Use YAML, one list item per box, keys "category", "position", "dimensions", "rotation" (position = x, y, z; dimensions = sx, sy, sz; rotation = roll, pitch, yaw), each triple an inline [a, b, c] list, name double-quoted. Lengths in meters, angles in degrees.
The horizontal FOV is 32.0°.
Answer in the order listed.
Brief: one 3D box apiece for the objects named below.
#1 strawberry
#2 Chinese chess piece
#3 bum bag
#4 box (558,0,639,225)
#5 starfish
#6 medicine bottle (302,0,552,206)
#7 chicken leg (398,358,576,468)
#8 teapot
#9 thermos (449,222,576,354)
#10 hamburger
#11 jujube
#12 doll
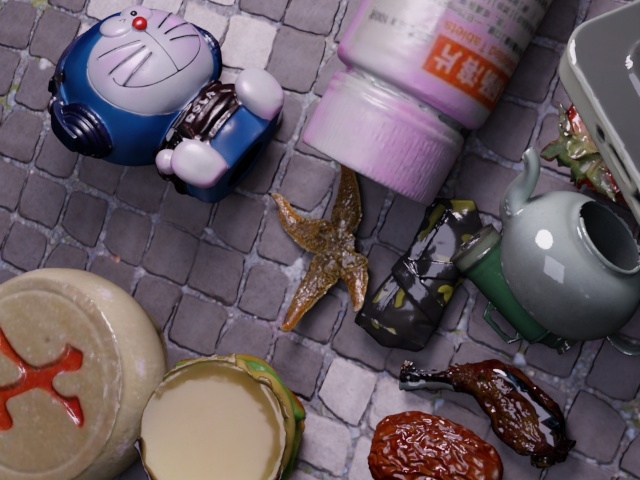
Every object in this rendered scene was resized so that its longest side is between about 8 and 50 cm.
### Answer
- category: "strawberry"
  position: [0.406, -0.146, 1.408]
  dimensions: [0.228, 0.098, 0.174]
  rotation: [-42, 63, -5]
- category: "Chinese chess piece"
  position: [-0.388, 0.209, 1.649]
  dimensions: [0.338, 0.140, 0.338]
  rotation: [-2, 83, 21]
- category: "bum bag"
  position: [0.144, 0.046, 1.505]
  dimensions: [0.107, 0.060, 0.232]
  rotation: [36, 100, 11]
- category: "box"
  position: [0.509, -0.143, 1.297]
  dimensions: [0.373, 0.090, 0.367]
  rotation: [-24, 75, -9]
- category: "starfish"
  position: [-0.001, 0.001, 1.572]
  dimensions: [0.138, 0.050, 0.247]
  rotation: [-12, 68, 19]
- category: "medicine bottle"
  position: [0.147, -0.256, 1.448]
  dimensions: [0.219, 0.219, 0.388]
  rotation: [30, 95, 21]
- category: "chicken leg"
  position: [0.220, 0.207, 1.467]
  dimensions: [0.253, 0.051, 0.106]
  rotation: [26, 100, 24]
- category: "teapot"
  position: [0.316, 0.025, 1.366]
  dimensions: [0.294, 0.193, 0.129]
  rotation: [45, 130, -3]
- category: "thermos"
  position: [0.253, 0.072, 1.433]
  dimensions: [0.187, 0.073, 0.083]
  rotation: [47, 61, 0]
- category: "hamburger"
  position: [-0.133, 0.261, 1.543]
  dimensions: [0.237, 0.149, 0.237]
  rotation: [-1, 87, 12]
- category: "jujube"
  position: [0.151, 0.289, 1.458]
  dimensions: [0.176, 0.109, 0.112]
  rotation: [13, 126, 14]
- category: "doll"
  position: [-0.226, -0.197, 1.585]
  dimensions: [0.310, 0.240, 0.284]
  rotation: [37, 57, 7]
